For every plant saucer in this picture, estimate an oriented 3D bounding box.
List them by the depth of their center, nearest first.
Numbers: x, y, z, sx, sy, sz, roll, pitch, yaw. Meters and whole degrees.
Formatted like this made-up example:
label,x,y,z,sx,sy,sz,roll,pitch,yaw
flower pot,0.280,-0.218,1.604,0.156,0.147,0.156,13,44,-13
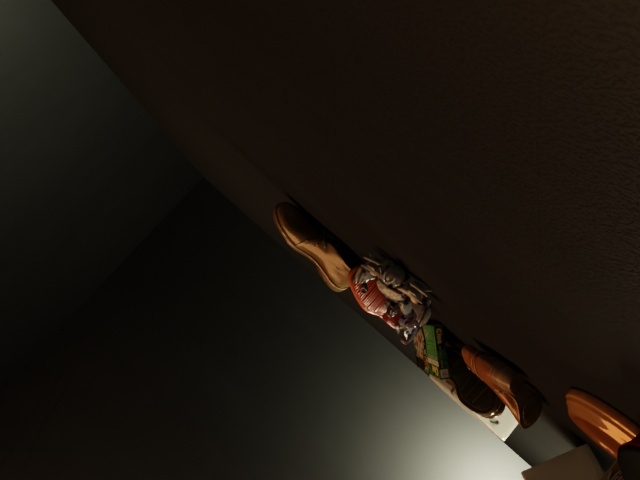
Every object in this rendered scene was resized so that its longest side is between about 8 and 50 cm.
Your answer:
label,x,y,z,sx,sy,sz,roll,pitch,yaw
plant saucer,0.479,0.319,0.965,0.200,0.037,0.200,41,173,6

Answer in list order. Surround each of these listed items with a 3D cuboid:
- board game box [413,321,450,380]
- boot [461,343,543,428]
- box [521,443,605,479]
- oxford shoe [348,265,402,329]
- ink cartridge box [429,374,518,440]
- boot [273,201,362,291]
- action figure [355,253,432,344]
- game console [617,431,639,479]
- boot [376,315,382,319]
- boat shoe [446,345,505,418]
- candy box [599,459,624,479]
label,x,y,z,sx,sy,sz,roll,pitch,yaw
board game box,0.289,0.286,1.595,0.260,0.030,0.136,130,136,-84
boot,0.394,0.311,1.304,0.152,0.073,0.197,31,155,56
box,0.627,0.651,1.396,0.345,0.168,0.215,48,-162,-44
oxford shoe,0.144,0.144,1.604,0.271,0.097,0.098,47,178,-38
ink cartridge box,0.453,0.453,1.753,0.172,0.100,0.237,44,175,-19
boot,0.000,0.000,1.632,0.305,0.112,0.115,47,143,-7
action figure,0.169,0.126,1.311,0.185,0.099,0.285,45,173,29
game console,0.566,0.446,0.766,0.387,0.060,0.342,62,166,-25
boot,0.208,0.261,2.225,0.099,0.045,0.121,48,179,-26
boat shoe,0.401,0.369,1.538,0.104,0.111,0.307,40,-175,-18
candy box,0.553,0.448,1.053,0.053,0.109,0.187,41,175,9
